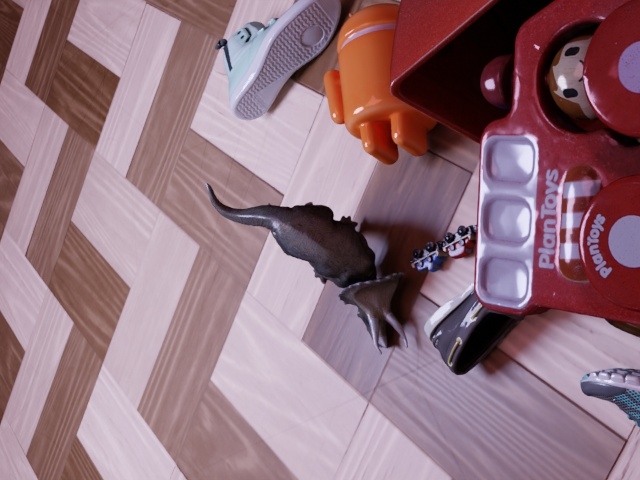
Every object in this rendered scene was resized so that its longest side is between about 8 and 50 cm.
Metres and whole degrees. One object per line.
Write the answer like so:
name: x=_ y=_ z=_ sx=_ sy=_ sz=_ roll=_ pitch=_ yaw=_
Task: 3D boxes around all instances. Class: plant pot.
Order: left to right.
plant pot: x=0.239 y=-0.259 z=0.898 sx=0.267 sy=0.267 sz=0.235 roll=-37 pitch=44 yaw=38

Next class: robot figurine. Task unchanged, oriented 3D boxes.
robot figurine: x=0.089 y=-0.213 z=1.142 sx=0.158 sy=0.128 sz=0.219 roll=139 pitch=129 yaw=-62

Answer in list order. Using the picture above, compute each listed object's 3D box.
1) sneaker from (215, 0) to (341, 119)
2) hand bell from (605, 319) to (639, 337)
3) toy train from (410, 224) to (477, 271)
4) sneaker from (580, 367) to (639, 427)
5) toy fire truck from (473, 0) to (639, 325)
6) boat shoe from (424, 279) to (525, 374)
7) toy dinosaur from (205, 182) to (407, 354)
sneaker: x=-0.077 y=-0.328 z=1.383 sx=0.256 sy=0.094 sz=0.151 roll=-44 pitch=48 yaw=32
hand bell: x=0.362 y=-0.024 z=0.825 sx=0.126 sy=0.126 sz=0.242 roll=7 pitch=74 yaw=49
toy train: x=0.172 y=0.004 z=1.074 sx=0.158 sy=0.027 sz=0.036 roll=-30 pitch=71 yaw=41
sneaker: x=0.321 y=0.165 z=0.839 sx=0.166 sy=0.065 sz=0.076 roll=4 pitch=88 yaw=51
toy fire truck: x=0.232 y=-0.075 z=0.724 sx=0.254 sy=0.169 sz=0.302 roll=7 pitch=100 yaw=47
boat shoe: x=0.207 y=0.064 z=0.982 sx=0.227 sy=0.081 sz=0.068 roll=-53 pitch=49 yaw=37
toy dinosaur: x=0.000 y=0.000 z=1.137 sx=0.121 sy=0.313 sz=0.160 roll=-49 pitch=18 yaw=-5
